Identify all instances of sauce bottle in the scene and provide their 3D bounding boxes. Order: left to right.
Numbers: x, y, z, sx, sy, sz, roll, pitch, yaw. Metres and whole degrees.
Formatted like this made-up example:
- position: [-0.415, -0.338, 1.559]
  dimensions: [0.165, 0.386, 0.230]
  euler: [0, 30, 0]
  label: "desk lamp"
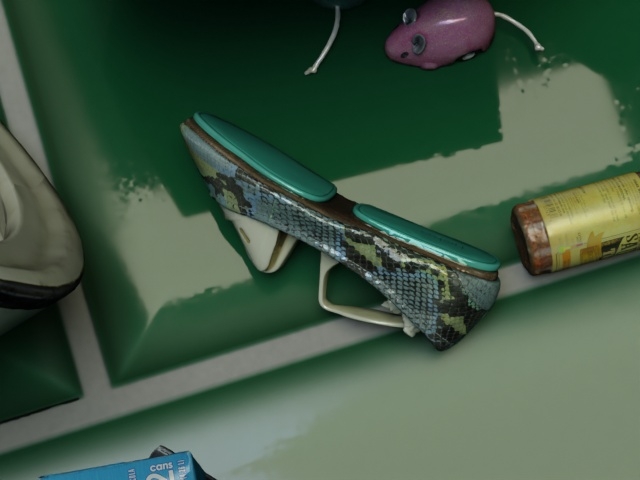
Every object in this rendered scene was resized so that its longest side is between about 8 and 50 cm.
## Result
- position: [0.165, -0.016, 0.900]
  dimensions: [0.128, 0.042, 0.042]
  euler: [-15, 75, -2]
  label: "sauce bottle"

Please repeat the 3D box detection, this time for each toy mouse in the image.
- position: [0.043, -0.142, 0.941]
  dimensions: [0.143, 0.031, 0.161]
  euler: [-40, 78, -9]
  label: "toy mouse"

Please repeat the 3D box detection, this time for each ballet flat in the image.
- position: [0.000, 0.000, 0.892]
  dimensions: [0.188, 0.070, 0.070]
  euler: [28, 77, 12]
  label: "ballet flat"

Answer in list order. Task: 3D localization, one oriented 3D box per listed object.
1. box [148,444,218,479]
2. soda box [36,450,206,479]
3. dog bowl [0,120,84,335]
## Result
- position: [-0.065, 0.226, 0.805]
  dimensions: [0.153, 0.108, 0.207]
  euler: [33, 77, 9]
  label: "box"
- position: [-0.067, 0.200, 0.718]
  dimensions: [0.067, 0.071, 0.210]
  euler: [-9, 75, -1]
  label: "soda box"
- position: [-0.307, -0.060, 0.753]
  dimensions: [0.408, 0.408, 0.150]
  euler: [43, 97, 11]
  label: "dog bowl"
